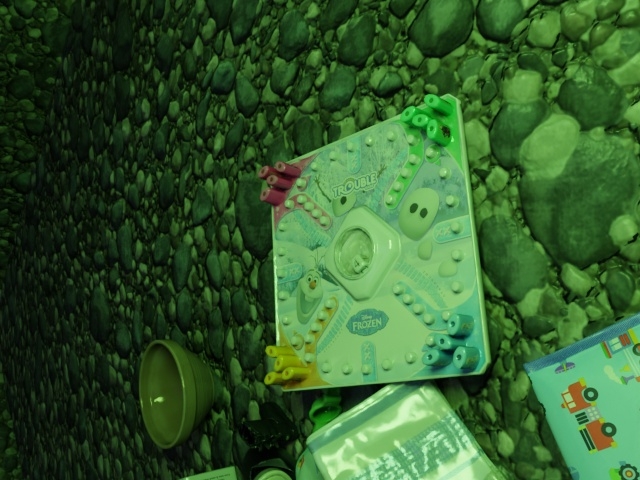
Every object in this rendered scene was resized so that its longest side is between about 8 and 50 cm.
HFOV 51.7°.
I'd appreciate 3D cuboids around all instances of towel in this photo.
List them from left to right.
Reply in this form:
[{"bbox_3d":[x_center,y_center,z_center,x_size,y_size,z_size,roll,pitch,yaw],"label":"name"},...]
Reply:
[{"bbox_3d":[0.129,0.324,0.870,0.285,0.209,0.034,55,170,34],"label":"towel"}]

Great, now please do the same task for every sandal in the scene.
[{"bbox_3d":[-0.076,0.439,1.222,0.254,0.054,0.097,-1,89,52],"label":"sandal"}]

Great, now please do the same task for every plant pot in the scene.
[{"bbox_3d":[-0.311,0.337,1.479,0.237,0.109,0.238,-2,88,53],"label":"plant pot"}]

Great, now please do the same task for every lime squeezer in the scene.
[{"bbox_3d":[-0.003,0.257,1.131,0.110,0.058,0.311,12,100,51],"label":"lime squeezer"}]

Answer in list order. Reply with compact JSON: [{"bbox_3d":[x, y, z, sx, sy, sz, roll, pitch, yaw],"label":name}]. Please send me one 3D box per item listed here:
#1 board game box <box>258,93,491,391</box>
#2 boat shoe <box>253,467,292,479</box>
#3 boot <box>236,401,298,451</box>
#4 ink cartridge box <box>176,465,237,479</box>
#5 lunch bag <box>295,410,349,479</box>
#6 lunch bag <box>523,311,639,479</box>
[{"bbox_3d":[0.051,0.017,0.993,0.389,0.050,0.390,-17,70,42],"label":"board game box"},{"bbox_3d":[-0.083,0.531,1.142,0.095,0.112,0.335,19,122,58],"label":"boat shoe"},{"bbox_3d":[-0.110,0.343,1.230,0.121,0.099,0.045,29,110,48],"label":"boot"},{"bbox_3d":[-0.249,0.646,1.384,0.211,0.121,0.289,-34,63,46],"label":"ink cartridge box"},{"bbox_3d":[0.087,0.399,0.973,0.224,0.107,0.279,-55,50,34],"label":"lunch bag"},{"bbox_3d":[0.378,0.158,0.606,0.293,0.138,0.221,-38,57,34],"label":"lunch bag"}]
